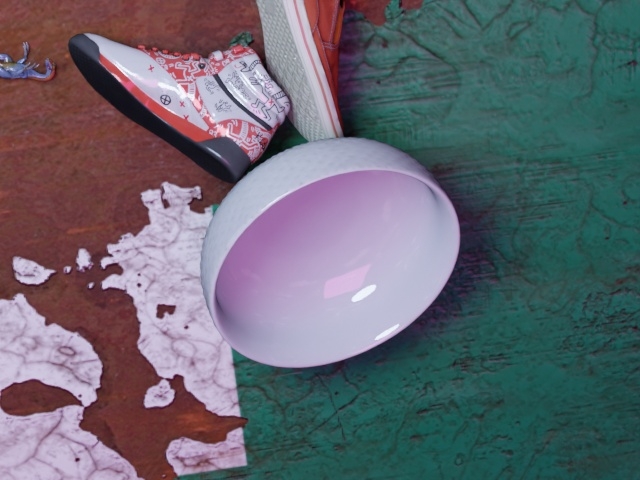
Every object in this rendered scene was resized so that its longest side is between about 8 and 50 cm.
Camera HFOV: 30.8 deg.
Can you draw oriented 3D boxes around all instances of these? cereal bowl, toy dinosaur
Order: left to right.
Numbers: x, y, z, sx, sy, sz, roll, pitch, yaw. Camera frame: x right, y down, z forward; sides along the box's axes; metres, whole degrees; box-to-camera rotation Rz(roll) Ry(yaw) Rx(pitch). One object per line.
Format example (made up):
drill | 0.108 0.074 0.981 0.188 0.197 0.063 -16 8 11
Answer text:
toy dinosaur | -0.373 -0.214 1.434 0.082 0.047 0.090 27 140 -27
cereal bowl | 0.000 0.000 1.484 0.339 0.141 0.339 -14 135 -15

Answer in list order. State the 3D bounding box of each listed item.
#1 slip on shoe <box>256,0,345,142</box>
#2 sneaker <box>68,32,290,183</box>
slip on shoe | -0.012 -0.261 1.419 0.101 0.123 0.331 -25 120 -23
sneaker | -0.168 -0.201 1.439 0.270 0.090 0.145 36 70 3
